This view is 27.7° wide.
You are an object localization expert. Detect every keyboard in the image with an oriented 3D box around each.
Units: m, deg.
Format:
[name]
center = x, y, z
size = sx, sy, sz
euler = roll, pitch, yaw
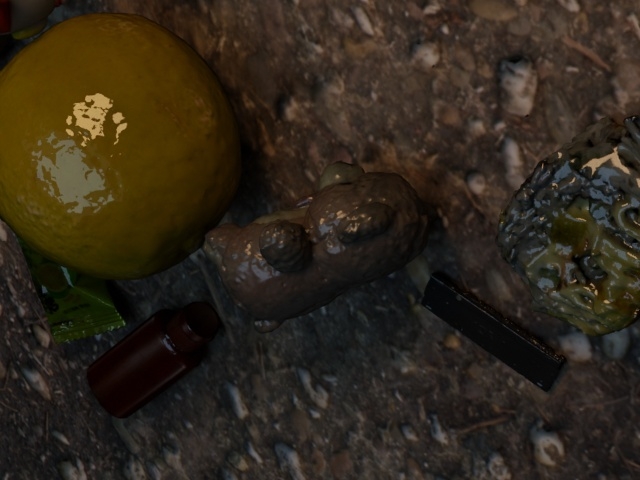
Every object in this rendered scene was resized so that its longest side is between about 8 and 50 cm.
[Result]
[keyboard]
center = 0.209, 0.110, 1.592
size = 0.195, 0.018, 0.060
euler = 36, 134, 19

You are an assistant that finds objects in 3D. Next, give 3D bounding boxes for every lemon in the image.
[lemon]
center = -0.259, -0.114, 1.627
size = 0.348, 0.348, 0.348
euler = 15, 118, 30

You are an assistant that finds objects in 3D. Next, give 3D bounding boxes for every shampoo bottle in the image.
[shampoo bottle]
center = -0.246, 0.171, 1.915
size = 0.260, 0.064, 0.102
euler = -38, 85, 40

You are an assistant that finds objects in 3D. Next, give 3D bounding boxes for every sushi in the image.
[sushi]
center = 0.305, -0.025, 1.381
size = 0.184, 0.139, 0.274
euler = 39, 125, 12

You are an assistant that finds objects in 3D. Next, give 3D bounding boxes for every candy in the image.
[candy]
center = -0.392, 0.034, 1.960
size = 0.149, 0.069, 0.246
euler = -19, 93, 35

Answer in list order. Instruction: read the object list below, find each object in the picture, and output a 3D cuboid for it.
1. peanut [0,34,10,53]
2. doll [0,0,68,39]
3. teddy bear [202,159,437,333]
[peanut]
center = -0.487, -0.316, 1.848
size = 0.095, 0.108, 0.226
euler = 44, 131, 5
[doll]
center = -0.394, -0.301, 1.611
size = 0.336, 0.200, 0.105
euler = -143, 48, -74
[teddy bear]
center = 0.000, 0.001, 1.555
size = 0.267, 0.236, 0.151
euler = -32, 80, 27
